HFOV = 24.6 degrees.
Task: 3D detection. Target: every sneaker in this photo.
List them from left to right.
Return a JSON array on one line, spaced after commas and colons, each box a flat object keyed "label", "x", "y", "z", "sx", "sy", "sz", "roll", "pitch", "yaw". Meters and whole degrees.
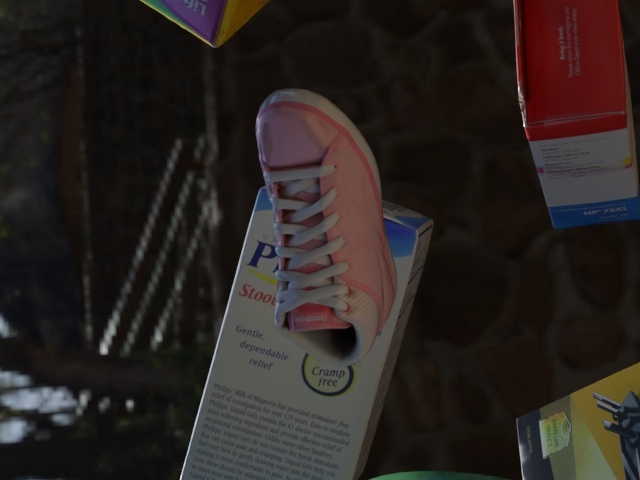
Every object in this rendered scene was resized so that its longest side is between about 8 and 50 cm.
[{"label": "sneaker", "x": 0.000, "y": 0.000, "z": 0.678, "sx": 0.070, "sy": 0.051, "sz": 0.134, "roll": -66, "pitch": -36, "yaw": -48}]

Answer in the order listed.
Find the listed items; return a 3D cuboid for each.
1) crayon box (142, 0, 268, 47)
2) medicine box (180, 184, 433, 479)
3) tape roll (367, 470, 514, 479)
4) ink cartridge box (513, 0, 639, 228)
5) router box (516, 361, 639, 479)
[{"label": "crayon box", "x": -0.124, "y": -0.329, "z": 0.974, "sx": 0.313, "sy": 0.363, "sz": 0.106, "roll": -50, "pitch": -12, "yaw": -41}, {"label": "medicine box", "x": -0.004, "y": 0.099, "z": 1.384, "sx": 0.263, "sy": 0.149, "sz": 0.289, "roll": -23, "pitch": -52, "yaw": -82}, {"label": "tape roll", "x": 0.144, "y": 0.259, "z": 0.903, "sx": 0.321, "sy": 0.321, "sz": 0.077, "roll": 88, "pitch": -156, "yaw": -56}, {"label": "ink cartridge box", "x": 0.202, "y": -0.119, "z": 1.153, "sx": 0.231, "sy": 0.078, "sz": 0.134, "roll": 58, "pitch": -151, "yaw": -61}, {"label": "router box", "x": 0.344, "y": 0.294, "z": 1.590, "sx": 0.081, "sy": 0.243, "sz": 0.309, "roll": 31, "pitch": -138, "yaw": -36}]
